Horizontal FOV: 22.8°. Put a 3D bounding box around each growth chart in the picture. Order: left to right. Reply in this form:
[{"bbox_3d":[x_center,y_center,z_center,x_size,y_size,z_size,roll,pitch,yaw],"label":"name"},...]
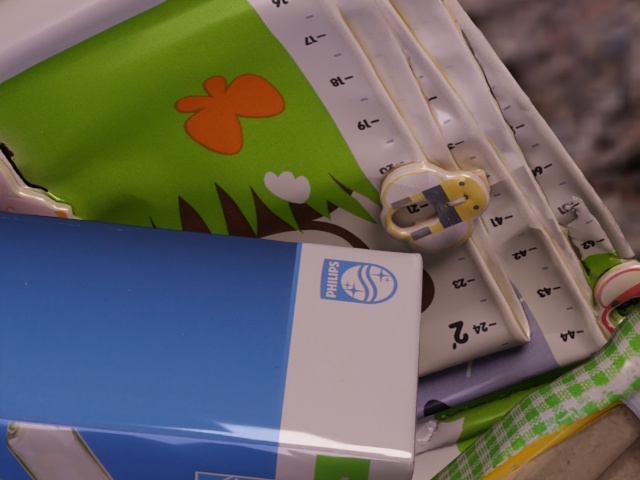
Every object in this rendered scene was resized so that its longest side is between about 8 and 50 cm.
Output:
[{"bbox_3d":[0.000,0.000,0.457,0.172,0.021,0.237,-32,123,23],"label":"growth chart"}]

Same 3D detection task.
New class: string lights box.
[{"bbox_3d":[-0.108,0.060,0.448,0.259,0.077,0.133,5,134,0],"label":"string lights box"}]

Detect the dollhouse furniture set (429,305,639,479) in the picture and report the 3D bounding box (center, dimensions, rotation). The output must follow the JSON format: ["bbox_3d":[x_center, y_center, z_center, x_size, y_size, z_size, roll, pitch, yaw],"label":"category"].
[{"bbox_3d":[0.120,0.108,0.473,0.197,0.151,0.301,-45,118,-2],"label":"dollhouse furniture set"}]
